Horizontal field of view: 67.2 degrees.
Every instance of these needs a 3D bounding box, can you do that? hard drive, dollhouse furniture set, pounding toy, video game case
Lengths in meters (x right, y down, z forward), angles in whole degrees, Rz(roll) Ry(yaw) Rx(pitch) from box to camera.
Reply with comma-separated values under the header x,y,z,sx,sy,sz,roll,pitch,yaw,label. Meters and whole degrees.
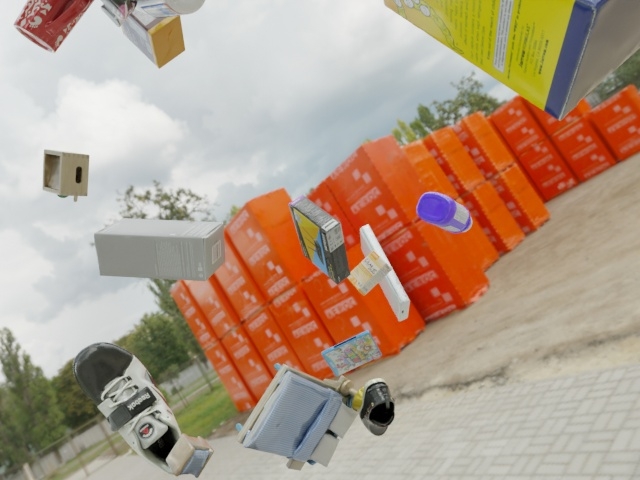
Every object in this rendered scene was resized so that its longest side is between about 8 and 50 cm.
x,y,z,sx,sy,sz,roll,pitch,yaw,label
0.224,0.117,1.697,0.040,0.308,0.203,-24,-27,-4,hard drive
-0.042,0.324,0.675,0.303,0.198,0.286,-56,-42,-8,dollhouse furniture set
-0.673,-0.166,1.291,0.130,0.141,0.100,14,11,38,pounding toy
0.101,0.362,1.536,0.166,0.119,0.015,-26,33,5,video game case

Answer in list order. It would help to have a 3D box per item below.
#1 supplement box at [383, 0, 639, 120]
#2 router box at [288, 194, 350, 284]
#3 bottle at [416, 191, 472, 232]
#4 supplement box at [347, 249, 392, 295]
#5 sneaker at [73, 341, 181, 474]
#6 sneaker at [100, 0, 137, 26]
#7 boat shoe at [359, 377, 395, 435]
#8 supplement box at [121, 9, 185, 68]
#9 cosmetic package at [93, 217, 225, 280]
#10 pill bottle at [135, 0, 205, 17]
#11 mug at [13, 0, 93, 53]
x,y,z,sx,sy,sz,roll,pitch,yaw,label
0.259,-0.369,0.643,0.194,0.356,0.195,-41,-26,-4,supplement box
0.000,0.000,1.083,0.046,0.133,0.179,-36,-39,-19,router box
0.399,-0.078,1.494,0.282,0.118,0.092,13,-81,-55,bottle
0.121,0.081,1.206,0.098,0.062,0.036,-44,-47,2,supplement box
-0.374,0.349,0.994,0.122,0.331,0.146,-41,23,-26,sneaker
-0.444,-0.539,1.071,0.077,0.072,0.178,-50,31,-7,sneaker
0.088,0.265,0.734,0.048,0.042,0.133,-12,-48,-9,boat shoe
-0.601,-0.762,1.703,0.129,0.194,0.191,-45,-4,-18,supplement box
-0.334,0.017,1.019,0.237,0.107,0.127,4,18,5,cosmetic package
-0.377,-0.600,1.146,0.124,0.124,0.221,-27,34,-36,pill bottle
-0.582,-0.513,1.053,0.169,0.113,0.150,-61,28,-7,mug
